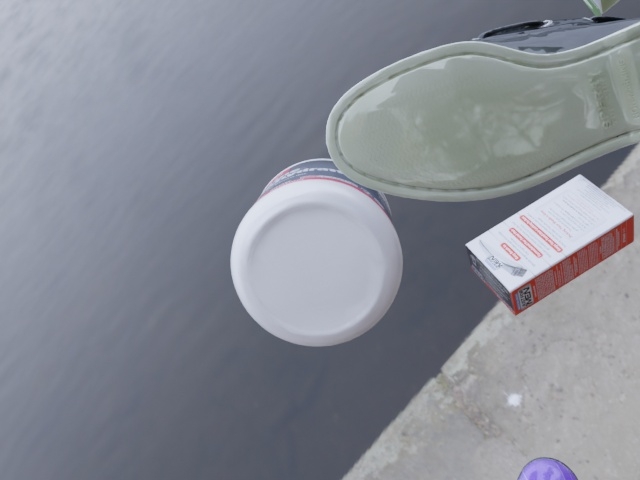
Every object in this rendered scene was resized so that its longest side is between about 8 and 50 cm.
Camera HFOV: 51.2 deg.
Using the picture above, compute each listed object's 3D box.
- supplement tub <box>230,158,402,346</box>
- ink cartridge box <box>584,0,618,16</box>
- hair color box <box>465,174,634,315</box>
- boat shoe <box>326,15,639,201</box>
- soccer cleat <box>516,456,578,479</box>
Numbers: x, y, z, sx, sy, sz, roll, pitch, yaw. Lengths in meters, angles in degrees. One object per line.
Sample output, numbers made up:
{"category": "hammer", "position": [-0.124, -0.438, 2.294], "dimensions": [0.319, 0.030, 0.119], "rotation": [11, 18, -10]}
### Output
{"category": "supplement tub", "position": [0.000, 0.000, 0.842], "dimensions": [0.191, 0.191, 0.272], "rotation": [-40, 9, 11]}
{"category": "ink cartridge box", "position": [0.353, -0.363, 0.860], "dimensions": [0.062, 0.209, 0.109], "rotation": [-39, 77, 22]}
{"category": "hair color box", "position": [0.268, 0.003, 0.785], "dimensions": [0.167, 0.053, 0.093], "rotation": [-30, 44, -4]}
{"category": "boat shoe", "position": [0.174, -0.119, 0.561], "dimensions": [0.340, 0.127, 0.113], "rotation": [-18, 11, 8]}
{"category": "soccer cleat", "position": [0.269, 0.412, 0.790], "dimensions": [0.108, 0.116, 0.318], "rotation": [4, 60, 21]}
